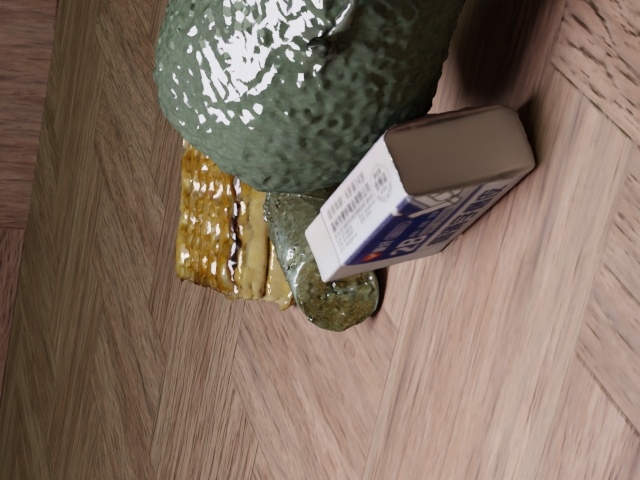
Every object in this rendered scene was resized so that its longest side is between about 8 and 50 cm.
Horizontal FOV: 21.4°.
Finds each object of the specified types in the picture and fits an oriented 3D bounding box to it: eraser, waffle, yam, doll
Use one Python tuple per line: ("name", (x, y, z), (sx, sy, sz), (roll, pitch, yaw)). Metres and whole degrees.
("eraser", (0.078, -0.035, 1.411), (0.068, 0.124, 0.210), (68, 155, 14))
("waffle", (-0.097, -0.038, 2.017), (0.308, 0.091, 0.212), (-163, 77, -73))
("yam", (0.000, 0.000, 1.699), (0.183, 0.107, 0.107), (-109, 30, -48))
("doll", (0.004, -0.191, 1.368), (0.349, 0.247, 0.247), (124, 146, -60))
